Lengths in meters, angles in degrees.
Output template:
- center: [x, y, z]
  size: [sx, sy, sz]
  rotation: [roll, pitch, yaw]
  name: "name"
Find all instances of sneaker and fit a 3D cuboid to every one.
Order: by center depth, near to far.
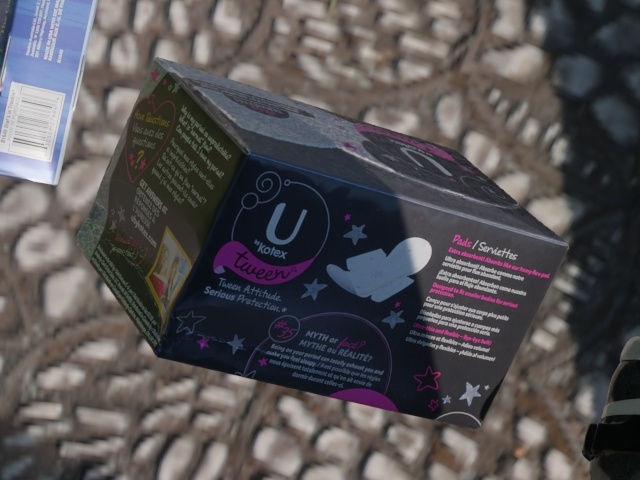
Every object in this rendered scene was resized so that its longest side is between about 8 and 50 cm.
- center: [0.250, 0.137, 1.126]
  size: [0.079, 0.217, 0.121]
  rotation: [32, 77, -39]
  name: "sneaker"

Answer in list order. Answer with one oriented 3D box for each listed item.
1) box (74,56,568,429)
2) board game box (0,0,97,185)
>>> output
- center: [0.000, 0.000, 1.211]
  size: [0.247, 0.142, 0.163]
  rotation: [16, 18, -33]
  name: "box"
- center: [-0.071, -0.061, 0.441]
  size: [0.020, 0.090, 0.090]
  rotation: [12, 90, -23]
  name: "board game box"
